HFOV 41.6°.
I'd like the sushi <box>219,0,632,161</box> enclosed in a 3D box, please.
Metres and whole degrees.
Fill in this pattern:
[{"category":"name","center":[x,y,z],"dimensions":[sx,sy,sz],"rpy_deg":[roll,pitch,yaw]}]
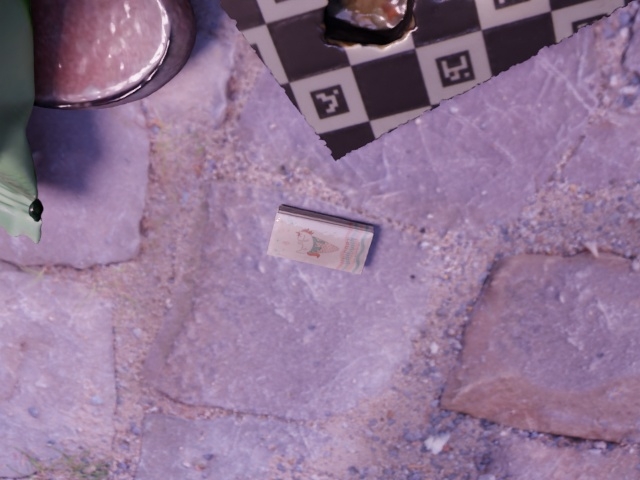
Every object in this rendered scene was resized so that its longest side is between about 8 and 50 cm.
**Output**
[{"category":"sushi","center":[0.067,-0.274,0.740],"dimensions":[0.339,0.069,0.320],"rpy_deg":[-26,123,24]}]

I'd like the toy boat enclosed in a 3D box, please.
[{"category":"toy boat","center":[-0.223,-0.202,0.784],"dimensions":[0.227,0.085,0.155],"rpy_deg":[2,109,12]}]

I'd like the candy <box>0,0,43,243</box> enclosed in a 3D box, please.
[{"category":"candy","center":[-0.326,-0.178,0.705],"dimensions":[0.262,0.172,0.398],"rpy_deg":[33,134,10]}]

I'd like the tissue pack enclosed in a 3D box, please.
[{"category":"tissue pack","center":[0.000,0.000,0.908],"dimensions":[0.108,0.023,0.056],"rpy_deg":[12,117,-5]}]
